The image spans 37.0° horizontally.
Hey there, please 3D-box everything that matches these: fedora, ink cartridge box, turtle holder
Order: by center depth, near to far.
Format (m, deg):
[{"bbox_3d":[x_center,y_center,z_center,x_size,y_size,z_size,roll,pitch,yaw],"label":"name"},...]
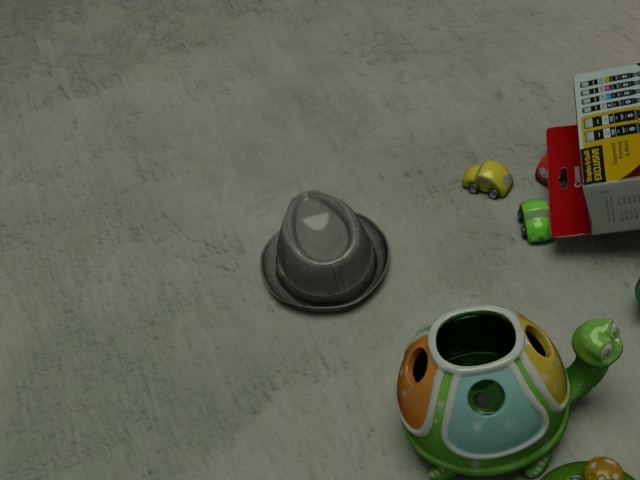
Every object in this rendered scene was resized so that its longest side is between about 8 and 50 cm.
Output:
[{"bbox_3d":[0.269,0.216,1.416,0.320,0.227,0.243,7,48,20],"label":"turtle holder"},{"bbox_3d":[0.530,-0.165,1.696,0.272,0.130,0.309,-8,44,18],"label":"ink cartridge box"},{"bbox_3d":[0.000,0.000,1.764,0.244,0.124,0.275,-14,45,-1],"label":"fedora"}]

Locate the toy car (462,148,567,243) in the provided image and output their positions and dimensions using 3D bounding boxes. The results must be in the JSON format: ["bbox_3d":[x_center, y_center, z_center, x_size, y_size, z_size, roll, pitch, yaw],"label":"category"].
[{"bbox_3d":[0.396,-0.089,1.804,0.239,0.053,0.225,-9,45,5],"label":"toy car"}]

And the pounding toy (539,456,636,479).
[{"bbox_3d":[0.403,0.364,1.322,0.237,0.110,0.183,-5,46,10],"label":"pounding toy"}]

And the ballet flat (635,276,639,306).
[{"bbox_3d":[0.677,0.110,1.514,0.342,0.116,0.124,15,24,35],"label":"ballet flat"}]
